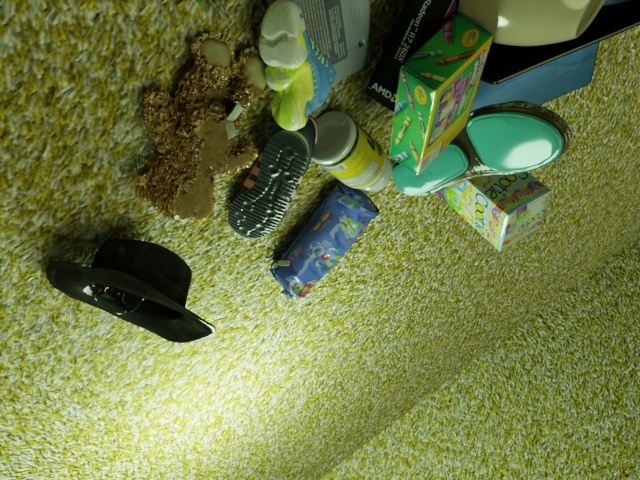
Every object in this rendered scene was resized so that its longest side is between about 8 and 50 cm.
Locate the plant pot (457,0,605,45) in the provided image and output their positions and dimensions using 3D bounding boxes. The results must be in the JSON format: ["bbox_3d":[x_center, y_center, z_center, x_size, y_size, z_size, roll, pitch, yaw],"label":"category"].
[{"bbox_3d":[0.405,-0.462,1.136,0.284,0.191,0.284,-47,160,-23],"label":"plant pot"}]

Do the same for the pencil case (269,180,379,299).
[{"bbox_3d":[0.000,0.000,1.531,0.306,0.119,0.133,-49,138,13],"label":"pencil case"}]

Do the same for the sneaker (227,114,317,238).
[{"bbox_3d":[-0.090,-0.129,1.323,0.319,0.112,0.131,-50,-169,43],"label":"sneaker"}]

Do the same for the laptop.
[{"bbox_3d":[0.512,-0.356,1.434,0.382,0.408,0.236,-23,114,1],"label":"laptop"}]

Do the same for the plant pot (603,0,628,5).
[{"bbox_3d":[0.557,-0.617,1.268,0.236,0.212,0.235,-18,133,-28],"label":"plant pot"}]

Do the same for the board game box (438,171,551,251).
[{"bbox_3d":[0.428,-0.131,1.644,0.144,0.275,0.142,-28,144,-17],"label":"board game box"}]

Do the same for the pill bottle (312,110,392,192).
[{"bbox_3d":[0.068,-0.183,1.389,0.119,0.119,0.208,-47,145,10],"label":"pill bottle"}]

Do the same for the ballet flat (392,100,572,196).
[{"bbox_3d":[0.361,-0.220,1.433,0.182,0.164,0.483,-41,-165,-34],"label":"ballet flat"}]

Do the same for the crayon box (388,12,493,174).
[{"bbox_3d":[0.221,-0.267,1.219,0.165,0.081,0.278,-45,161,-18],"label":"crayon box"}]

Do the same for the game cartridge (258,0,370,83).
[{"bbox_3d":[-0.005,-0.402,1.140,0.196,0.060,0.294,-28,144,-11],"label":"game cartridge"}]

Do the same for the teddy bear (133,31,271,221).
[{"bbox_3d":[-0.212,-0.202,1.142,0.245,0.113,0.337,-14,131,-43],"label":"teddy bear"}]

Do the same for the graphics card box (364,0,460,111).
[{"bbox_3d":[0.243,-0.435,1.242,0.233,0.094,0.370,-27,149,-54],"label":"graphics card box"}]

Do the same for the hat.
[{"bbox_3d":[-0.343,0.078,1.244,0.331,0.332,0.133,62,39,-55],"label":"hat"}]

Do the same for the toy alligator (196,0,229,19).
[{"bbox_3d":[-0.206,-0.395,0.966,0.052,0.056,0.189,-4,155,23],"label":"toy alligator"}]

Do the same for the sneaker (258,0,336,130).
[{"bbox_3d":[-0.035,-0.314,1.111,0.126,0.091,0.240,-41,150,-34],"label":"sneaker"}]
